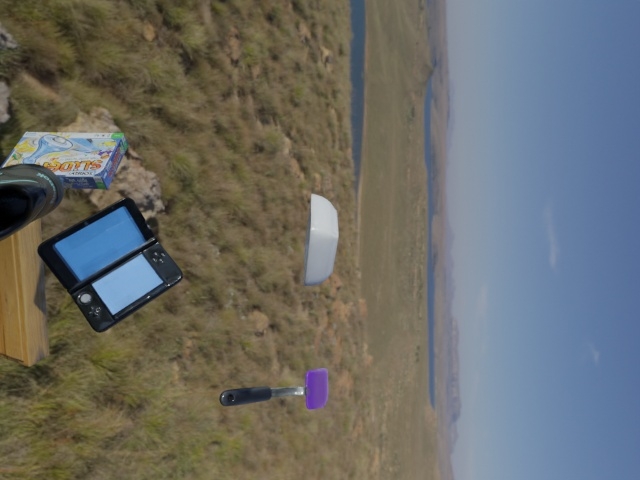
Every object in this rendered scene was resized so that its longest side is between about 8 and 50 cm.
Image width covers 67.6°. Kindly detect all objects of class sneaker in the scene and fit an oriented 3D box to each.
[{"bbox_3d":[-0.475,-0.027,0.608,0.106,0.267,0.101,40,-26,62],"label":"sneaker"}]

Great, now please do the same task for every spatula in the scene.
[{"bbox_3d":[-0.080,0.310,0.971,0.296,0.030,0.084,10,73,-43],"label":"spatula"}]

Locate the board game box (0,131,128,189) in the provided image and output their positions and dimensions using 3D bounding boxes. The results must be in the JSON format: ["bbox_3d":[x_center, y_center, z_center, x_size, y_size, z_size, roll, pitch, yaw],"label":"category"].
[{"bbox_3d":[-0.495,-0.156,0.927,0.035,0.201,0.136,90,1,-48],"label":"board game box"}]

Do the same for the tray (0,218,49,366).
[{"bbox_3d":[-0.816,0.109,1.227,0.076,0.202,0.411,-43,143,-67],"label":"tray"}]

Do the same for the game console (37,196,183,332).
[{"bbox_3d":[-0.248,0.029,0.575,0.122,0.107,0.071,-35,158,-22],"label":"game console"}]

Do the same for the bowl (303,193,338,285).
[{"bbox_3d":[0.000,0.000,0.881,0.142,0.053,0.142,-93,-171,-55],"label":"bowl"}]
